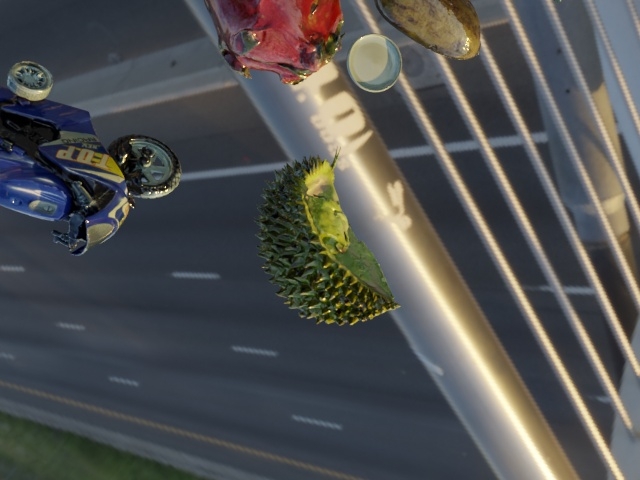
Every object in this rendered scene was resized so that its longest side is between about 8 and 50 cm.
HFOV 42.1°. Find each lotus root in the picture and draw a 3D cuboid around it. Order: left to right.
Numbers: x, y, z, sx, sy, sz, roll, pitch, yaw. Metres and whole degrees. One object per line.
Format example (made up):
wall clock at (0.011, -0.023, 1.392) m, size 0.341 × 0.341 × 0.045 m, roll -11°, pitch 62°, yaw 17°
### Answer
lotus root at (0.135, -0.294, 1.043) m, size 0.179 × 0.089 × 0.080 m, roll 30°, pitch 145°, yaw -17°

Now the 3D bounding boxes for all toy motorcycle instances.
toy motorcycle at (-0.290, -0.076, 0.814) m, size 0.316 × 0.168 × 0.113 m, roll 14°, pitch 139°, yaw -22°

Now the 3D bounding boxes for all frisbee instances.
frisbee at (0.101, -0.334, 1.566) m, size 0.110 × 0.110 × 0.014 m, roll 45°, pitch 171°, yaw -15°

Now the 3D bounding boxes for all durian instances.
durian at (-0.009, -0.004, 1.380) m, size 0.170 × 0.355 × 0.157 m, roll 2°, pitch 140°, yaw -28°

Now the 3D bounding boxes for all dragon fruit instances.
dragon fruit at (-0.039, -0.312, 0.990) m, size 0.200 × 0.269 × 0.198 m, roll 36°, pitch 139°, yaw -10°

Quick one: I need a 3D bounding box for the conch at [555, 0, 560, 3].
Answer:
conch at (0.390, -0.424, 1.329) m, size 0.121 × 0.089 × 0.074 m, roll -6°, pitch 172°, yaw 11°
